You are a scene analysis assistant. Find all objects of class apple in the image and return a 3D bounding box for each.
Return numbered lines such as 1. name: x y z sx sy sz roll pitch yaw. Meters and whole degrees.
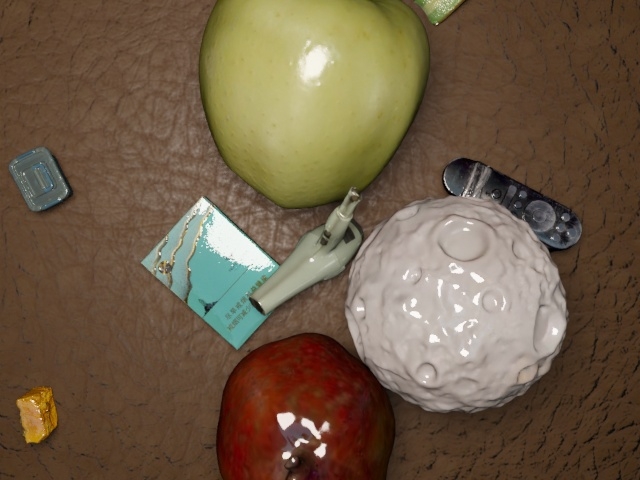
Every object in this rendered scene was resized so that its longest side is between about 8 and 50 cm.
1. apple: -0.015 -0.235 0.890 0.356 0.357 0.358 0 92 -3

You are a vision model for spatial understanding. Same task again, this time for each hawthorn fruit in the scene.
1. hawthorn fruit: -0.016 0.308 0.930 0.308 0.324 0.309 -8 109 -25

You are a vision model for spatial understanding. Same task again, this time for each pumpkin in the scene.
1. pumpkin: -0.491 0.301 1.019 0.053 0.074 0.084 -15 91 -6

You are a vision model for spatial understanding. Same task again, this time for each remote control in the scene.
1. remote control: 0.335 -0.063 1.058 0.265 0.066 0.090 29 77 0

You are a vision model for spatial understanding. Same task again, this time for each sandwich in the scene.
1. sandwich: 0.228 -0.446 1.024 0.116 0.074 0.074 -42 93 -1

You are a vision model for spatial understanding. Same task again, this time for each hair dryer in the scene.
1. hair dryer: -0.026 0.027 0.931 0.229 0.267 0.092 -42 79 -5

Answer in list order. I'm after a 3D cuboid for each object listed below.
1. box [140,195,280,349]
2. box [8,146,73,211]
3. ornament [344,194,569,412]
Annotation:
1. box: -0.175 0.056 1.040 0.229 0.041 0.162 42 89 -4
2. box: -0.474 -0.104 1.013 0.074 0.054 0.099 -26 93 0
3. ornament: 0.194 0.100 0.916 0.336 0.337 0.338 0 92 -3
